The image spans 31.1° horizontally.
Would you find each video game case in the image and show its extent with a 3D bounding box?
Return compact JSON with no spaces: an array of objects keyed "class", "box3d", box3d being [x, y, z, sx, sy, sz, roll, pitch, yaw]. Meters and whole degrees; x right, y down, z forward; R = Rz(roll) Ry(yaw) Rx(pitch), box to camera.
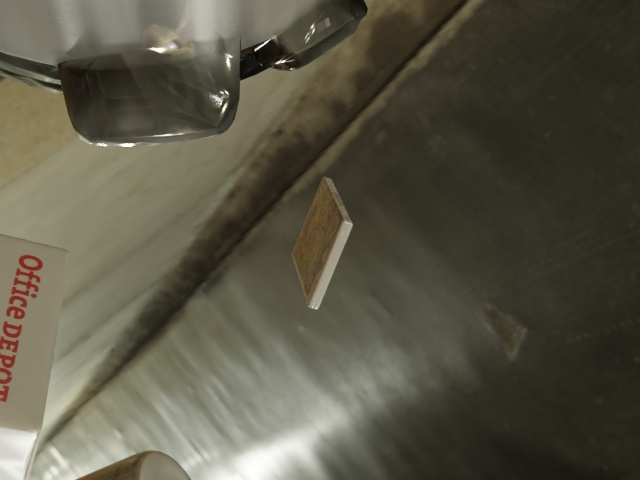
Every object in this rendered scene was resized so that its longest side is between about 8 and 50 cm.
[{"class":"video game case","box3d":[0.000,0.000,1.058,0.011,0.087,0.122,18,-162,-15]}]

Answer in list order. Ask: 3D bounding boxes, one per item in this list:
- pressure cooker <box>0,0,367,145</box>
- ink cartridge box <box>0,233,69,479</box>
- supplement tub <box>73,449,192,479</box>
[{"class":"pressure cooker","box3d":[-0.107,-0.274,0.604,0.376,0.370,0.420,35,162,8]},{"class":"ink cartridge box","box3d":[-0.138,0.031,0.324,0.088,0.123,0.052,-100,29,-56]},{"class":"supplement tub","box3d":[-0.277,0.365,1.223,0.193,0.316,0.193,62,-170,-19]}]
